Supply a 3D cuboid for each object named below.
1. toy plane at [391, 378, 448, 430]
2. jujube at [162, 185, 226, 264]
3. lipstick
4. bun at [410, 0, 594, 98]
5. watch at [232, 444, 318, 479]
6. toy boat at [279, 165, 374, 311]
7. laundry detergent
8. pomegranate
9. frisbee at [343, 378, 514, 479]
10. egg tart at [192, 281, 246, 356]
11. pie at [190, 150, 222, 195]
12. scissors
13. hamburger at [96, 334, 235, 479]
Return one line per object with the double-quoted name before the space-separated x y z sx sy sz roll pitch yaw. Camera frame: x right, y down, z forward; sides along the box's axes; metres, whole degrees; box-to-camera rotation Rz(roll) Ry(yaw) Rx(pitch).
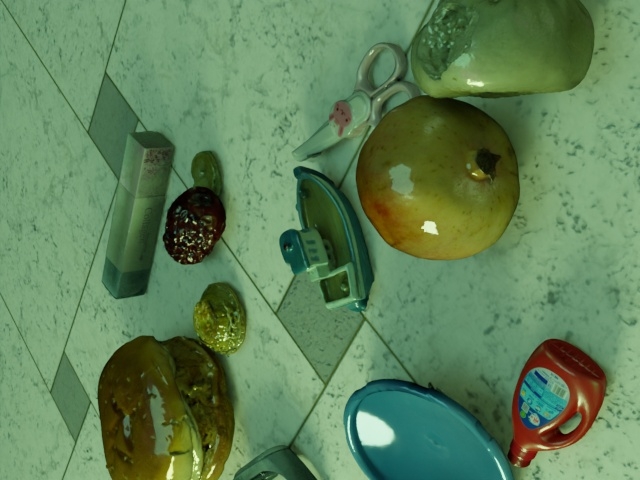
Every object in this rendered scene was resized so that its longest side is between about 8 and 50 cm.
"toy plane" 0.105 0.227 1.264 0.197 0.053 0.078 -32 85 48
"jujube" -0.210 -0.016 1.568 0.104 0.104 0.166 57 147 27
"lipstick" -0.336 -0.043 1.729 0.068 0.066 0.317 42 127 39
"bun" 0.181 -0.211 0.976 0.178 0.193 0.128 5 101 46
"watch" -0.064 0.434 1.493 0.206 0.068 0.193 -43 64 43
"toy boat" 0.000 0.000 1.307 0.088 0.102 0.215 -23 78 47
"laundry detergent" 0.260 0.197 1.076 0.097 0.049 0.165 40 128 34
"pomegranate" 0.136 -0.071 1.073 0.191 0.191 0.191 12 106 49
"frisbee" 0.138 0.266 1.195 0.242 0.045 0.242 21 132 25
"egg tart" -0.173 0.135 1.579 0.130 0.052 0.130 8 101 47
"pie" -0.190 -0.109 1.577 0.084 0.020 0.084 16 111 49
"scissors" 0.039 -0.168 1.282 0.242 0.030 0.118 -31 72 46
"hamburger" -0.286 0.314 1.659 0.314 0.170 0.290 -44 57 46
